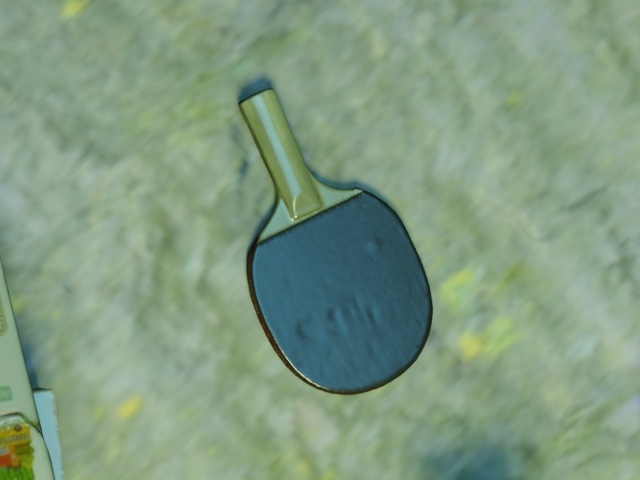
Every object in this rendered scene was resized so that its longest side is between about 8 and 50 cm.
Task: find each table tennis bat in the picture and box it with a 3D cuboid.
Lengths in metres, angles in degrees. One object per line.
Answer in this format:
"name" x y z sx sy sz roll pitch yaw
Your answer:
"table tennis bat" 0.000 0.000 0.912 0.087 0.013 0.156 -24 94 -14

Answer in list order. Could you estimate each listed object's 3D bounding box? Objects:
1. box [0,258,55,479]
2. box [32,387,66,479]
"box" -0.193 0.040 0.809 0.122 0.032 0.220 -10 67 -16
"box" -0.178 0.139 0.837 0.130 0.051 0.129 -7 88 -15
